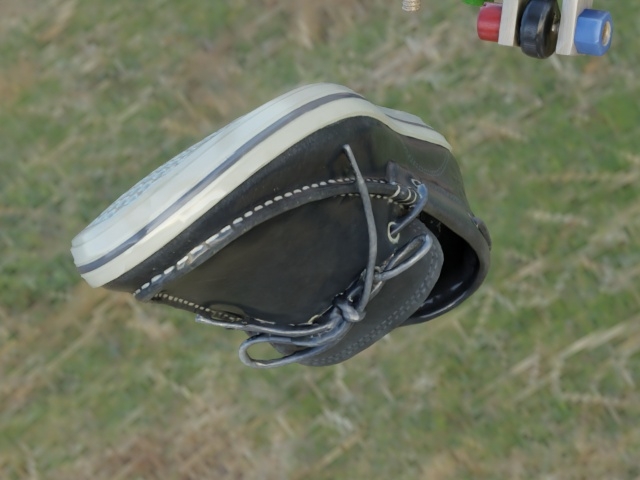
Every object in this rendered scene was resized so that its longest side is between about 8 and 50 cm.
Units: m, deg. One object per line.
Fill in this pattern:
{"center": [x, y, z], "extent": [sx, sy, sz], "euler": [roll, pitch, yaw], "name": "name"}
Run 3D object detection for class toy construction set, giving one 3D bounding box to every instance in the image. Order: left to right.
{"center": [0.256, -0.290, 1.695], "extent": [0.257, 0.237, 0.309], "euler": [-20, 36, -32], "name": "toy construction set"}

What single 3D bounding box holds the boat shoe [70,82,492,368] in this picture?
{"center": [0.000, 0.000, 1.362], "extent": [0.187, 0.500, 0.156], "euler": [-34, 79, 19], "name": "boat shoe"}
